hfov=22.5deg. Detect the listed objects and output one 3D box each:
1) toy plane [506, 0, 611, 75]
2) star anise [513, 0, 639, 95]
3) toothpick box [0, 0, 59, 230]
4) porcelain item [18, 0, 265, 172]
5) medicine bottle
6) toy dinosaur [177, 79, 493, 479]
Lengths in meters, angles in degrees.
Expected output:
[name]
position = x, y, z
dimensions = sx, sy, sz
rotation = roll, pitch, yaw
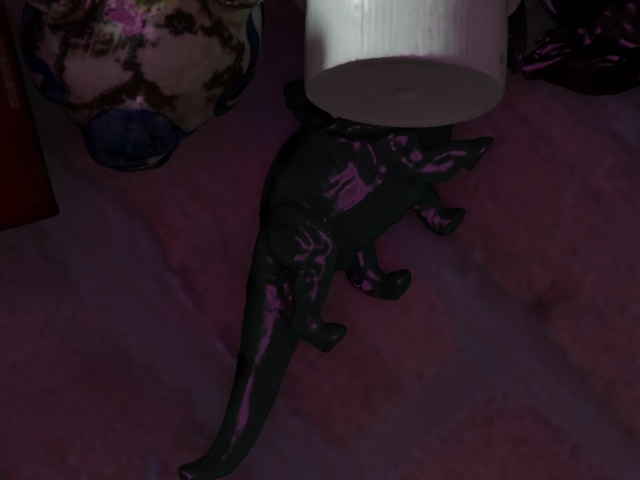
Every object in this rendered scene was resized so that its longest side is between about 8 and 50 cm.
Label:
[toy plane]
position = 0.132, -0.188, 0.869
dimensions = 0.053, 0.078, 0.197
rotation = 20, 68, -44
[star anise]
position = 0.181, -0.129, 0.901
dimensions = 0.157, 0.053, 0.213
rotation = -2, 94, -2
[toothpick box]
position = -0.265, -0.148, 0.780
dimensions = 0.204, 0.204, 0.333
rotation = -14, 92, -1
[porcelain item]
position = -0.091, -0.180, 0.843
dimensions = 0.138, 0.186, 0.288
rotation = -2, 80, -6
[medicine bottle]
position = 0.046, -0.189, 0.825
dimensions = 0.147, 0.147, 0.247
rotation = 3, 75, -2
[toy dinosaur]
position = 0.017, 0.005, 0.891
dimensions = 0.120, 0.079, 0.292
rotation = 15, 88, 4
